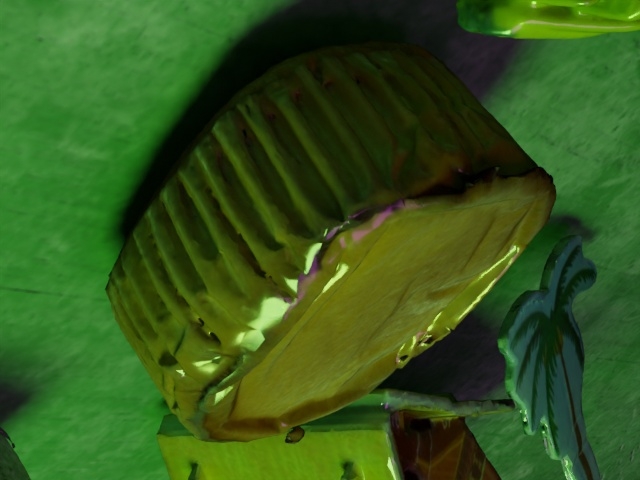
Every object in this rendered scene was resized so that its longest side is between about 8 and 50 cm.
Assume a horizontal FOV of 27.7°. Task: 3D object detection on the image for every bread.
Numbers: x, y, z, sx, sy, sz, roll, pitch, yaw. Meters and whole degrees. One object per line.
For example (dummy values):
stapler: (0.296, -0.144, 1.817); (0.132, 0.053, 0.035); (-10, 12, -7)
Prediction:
bread: (0.000, 0.000, 0.587); (0.199, 0.104, 0.199); (-30, 156, -15)

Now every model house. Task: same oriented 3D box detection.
model house: (0.029, 0.151, 0.837); (0.300, 0.340, 0.324); (-6, 137, 30)

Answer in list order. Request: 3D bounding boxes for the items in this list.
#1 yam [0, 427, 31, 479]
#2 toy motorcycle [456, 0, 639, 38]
yam: (-0.244, 0.188, 0.596); (0.259, 0.106, 0.106); (-40, 152, 5)
toy motorcycle: (0.180, -0.125, 0.563); (0.342, 0.142, 0.206); (-5, 101, -44)
